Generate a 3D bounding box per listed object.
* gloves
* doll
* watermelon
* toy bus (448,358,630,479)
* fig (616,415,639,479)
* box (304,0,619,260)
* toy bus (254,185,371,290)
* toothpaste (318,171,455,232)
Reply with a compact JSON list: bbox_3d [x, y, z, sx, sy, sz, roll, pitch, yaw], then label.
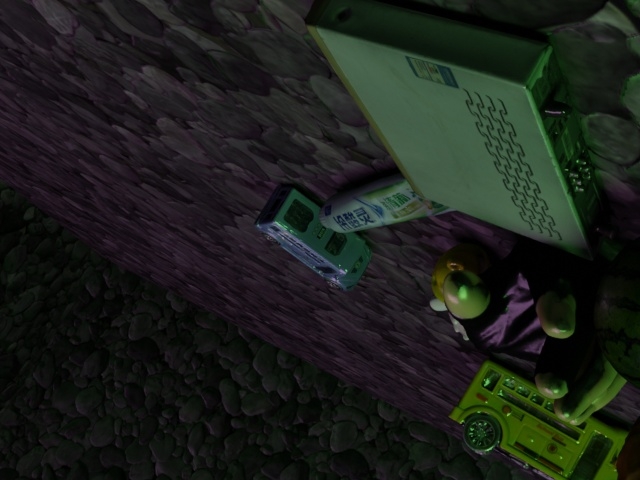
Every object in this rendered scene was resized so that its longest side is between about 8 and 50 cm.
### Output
[{"bbox_3d":[0.204,0.071,0.957,0.197,0.152,0.301,18,-168,5],"label":"gloves"},{"bbox_3d":[0.182,0.067,1.193,0.129,0.081,0.207,2,154,26],"label":"doll"},{"bbox_3d":[0.274,0.056,0.795,0.140,0.141,0.187,33,172,-13],"label":"watermelon"},{"bbox_3d":[0.371,0.323,1.622,0.330,0.152,0.144,29,174,16],"label":"toy bus"},{"bbox_3d":[0.436,0.232,0.899,0.286,0.286,0.369,32,149,-8],"label":"fig"},{"bbox_3d":[0.120,-0.084,0.804,0.211,0.045,0.270,22,165,33],"label":"box"},{"bbox_3d":[0.000,0.000,1.361,0.167,0.073,0.076,35,165,-21],"label":"toy bus"},{"bbox_3d":[0.068,-0.042,1.113,0.075,0.048,0.297,36,163,-15],"label":"toothpaste"}]
